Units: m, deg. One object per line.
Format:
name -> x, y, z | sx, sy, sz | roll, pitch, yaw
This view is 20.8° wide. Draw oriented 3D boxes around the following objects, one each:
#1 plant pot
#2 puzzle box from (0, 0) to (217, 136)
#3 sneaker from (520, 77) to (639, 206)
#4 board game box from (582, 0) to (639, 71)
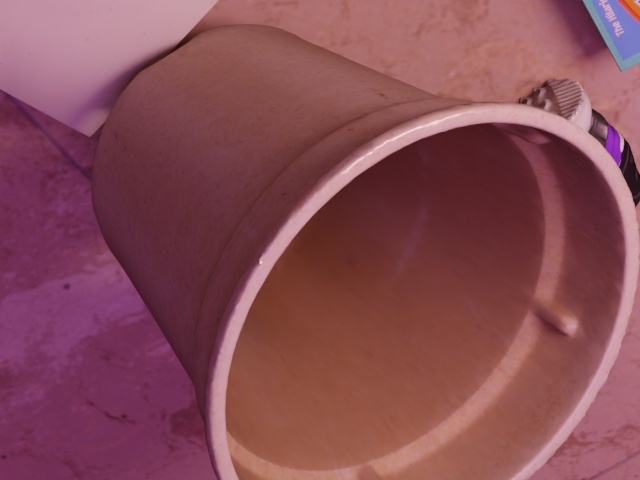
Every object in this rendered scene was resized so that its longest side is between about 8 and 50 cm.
plant pot -> 0.000, 0.000, 1.233 | 0.334, 0.305, 0.334 | -17, 125, -26
puzzle box -> -0.144, -0.271, 1.181 | 0.272, 0.052, 0.409 | 30, 121, -32
sneaker -> 0.139, 0.014, 1.412 | 0.293, 0.102, 0.146 | -39, 120, 19
board game box -> 0.279, -0.241, 1.287 | 0.210, 0.047, 0.160 | -28, 122, 14
